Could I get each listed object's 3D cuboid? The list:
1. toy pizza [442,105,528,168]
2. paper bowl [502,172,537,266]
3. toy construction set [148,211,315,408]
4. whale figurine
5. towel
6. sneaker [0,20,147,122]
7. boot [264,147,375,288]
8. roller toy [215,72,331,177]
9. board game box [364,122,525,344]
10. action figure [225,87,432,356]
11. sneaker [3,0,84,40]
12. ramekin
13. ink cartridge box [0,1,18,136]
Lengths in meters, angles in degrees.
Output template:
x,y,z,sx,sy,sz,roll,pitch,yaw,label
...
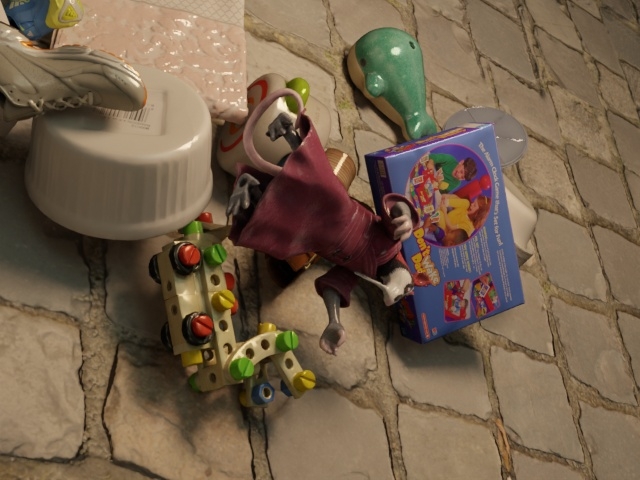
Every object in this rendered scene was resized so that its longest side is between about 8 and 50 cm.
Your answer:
x,y,z,sx,sy,sz,roll,pitch,yaw,label
0.383,-0.235,2.309,0.201,0.032,0.201,1,52,-1,toy pizza
0.327,-0.066,2.014,0.284,0.148,0.284,41,16,-14,paper bowl
-0.144,0.092,1.467,0.215,0.151,0.328,-1,60,-44,toy construction set
0.179,-0.346,2.166,0.216,0.141,0.272,-14,71,-50,whale figurine
-0.283,-0.352,1.695,0.331,0.053,0.317,11,50,-17,towel
-0.367,-0.200,1.322,0.262,0.099,0.121,14,64,-8,sneaker
0.000,0.000,1.711,0.109,0.283,0.220,24,68,16,boot
-0.079,-0.179,1.729,0.146,0.209,0.191,30,81,-25,roller toy
0.229,-0.016,1.792,0.233,0.078,0.347,-18,105,-23,board game box
0.017,-0.013,1.532,0.370,0.248,0.276,35,19,-31,action figure
-0.471,-0.393,1.585,0.240,0.126,0.091,48,-12,48,sneaker
-0.287,-0.141,1.435,0.277,0.135,0.277,9,40,-7,ramekin
-0.558,-0.253,1.357,0.272,0.114,0.198,-5,65,-48,ink cartridge box
